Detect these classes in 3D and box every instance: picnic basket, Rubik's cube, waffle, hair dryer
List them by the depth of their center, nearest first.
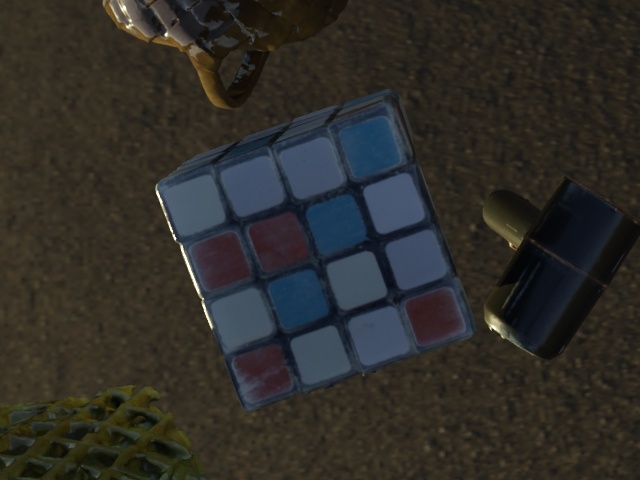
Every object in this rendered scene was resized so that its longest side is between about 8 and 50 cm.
[{"bbox_3d":[-0.265,0.216,1.397,0.317,0.297,0.073,-146,56,-62],"label":"waffle"},{"bbox_3d":[0.000,0.001,1.486,0.259,0.256,0.253,-17,98,5],"label":"Rubik's cube"},{"bbox_3d":[0.242,0.007,1.660,0.189,0.107,0.352,-58,15,6],"label":"hair dryer"},{"bbox_3d":[-0.111,-0.323,1.832,0.337,0.337,0.293,-18,41,39],"label":"picnic basket"}]
